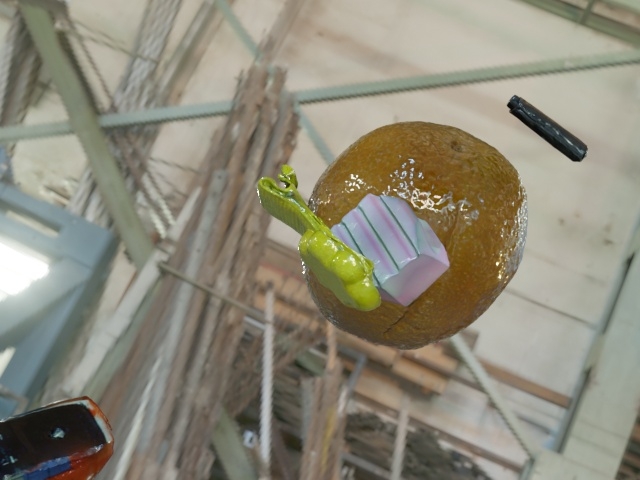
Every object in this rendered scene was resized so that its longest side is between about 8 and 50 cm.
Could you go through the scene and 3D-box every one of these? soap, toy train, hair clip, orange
[{"bbox_3d":[0.076,0.010,1.157,0.056,0.100,0.149,38,13,-33],"label":"soap"},{"bbox_3d":[-0.370,0.239,0.876,0.086,0.409,0.089,37,-46,46],"label":"toy train"},{"bbox_3d":[0.000,0.000,0.984,0.173,0.046,0.072,52,-14,29],"label":"hair clip"},{"bbox_3d":[0.131,0.000,1.550,0.322,0.322,0.357,26,-48,-1],"label":"orange"}]

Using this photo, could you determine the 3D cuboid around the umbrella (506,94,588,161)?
[{"bbox_3d":[0.314,-0.155,1.456,0.133,0.031,0.036,37,-6,3],"label":"umbrella"}]
